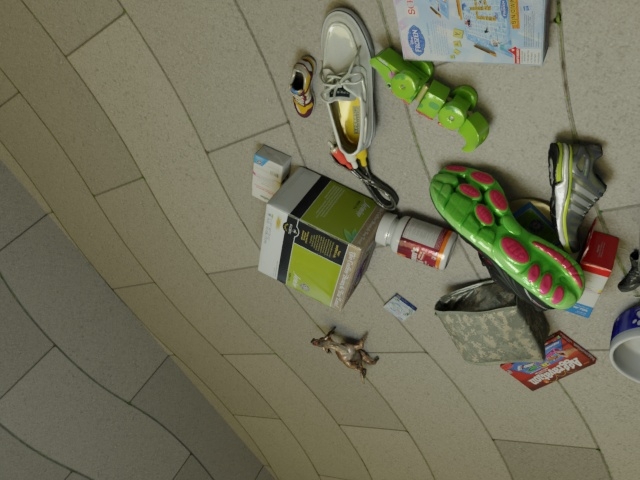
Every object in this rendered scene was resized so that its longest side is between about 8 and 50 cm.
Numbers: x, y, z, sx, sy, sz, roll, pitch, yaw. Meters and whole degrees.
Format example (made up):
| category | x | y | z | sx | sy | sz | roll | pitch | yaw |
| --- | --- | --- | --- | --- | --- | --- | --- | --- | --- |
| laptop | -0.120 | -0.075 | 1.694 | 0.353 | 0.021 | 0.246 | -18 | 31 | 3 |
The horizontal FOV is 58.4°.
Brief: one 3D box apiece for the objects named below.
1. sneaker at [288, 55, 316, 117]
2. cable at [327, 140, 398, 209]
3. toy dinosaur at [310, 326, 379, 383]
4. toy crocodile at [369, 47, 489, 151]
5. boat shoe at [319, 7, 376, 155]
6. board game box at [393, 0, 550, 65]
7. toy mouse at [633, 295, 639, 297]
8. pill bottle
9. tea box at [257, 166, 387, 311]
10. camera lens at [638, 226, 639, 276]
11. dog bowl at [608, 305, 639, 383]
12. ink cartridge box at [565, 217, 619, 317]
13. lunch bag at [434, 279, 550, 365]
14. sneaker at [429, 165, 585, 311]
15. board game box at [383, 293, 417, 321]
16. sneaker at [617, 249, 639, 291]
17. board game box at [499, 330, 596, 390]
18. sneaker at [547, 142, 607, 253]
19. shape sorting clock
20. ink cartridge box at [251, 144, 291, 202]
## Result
| category | x | y | z | sx | sy | sz | roll | pitch | yaw |
| --- | --- | --- | --- | --- | --- | --- | --- | --- | --- |
| sneaker | -0.057 | -0.411 | 1.581 | 0.070 | 0.084 | 0.185 | 20 | 137 | 18 |
| cable | 0.116 | -0.191 | 1.678 | 0.140 | 0.072 | 0.287 | -12 | 120 | 37 |
| toy dinosaur | 0.102 | 0.447 | 2.273 | 0.200 | 0.127 | 0.295 | 10 | 146 | 38 |
| toy crocodile | 0.266 | -0.348 | 1.394 | 0.341 | 0.115 | 0.105 | 35 | 140 | 1 |
| boat shoe | 0.056 | -0.384 | 1.440 | 0.136 | 0.156 | 0.366 | 4 | 120 | 20 |
| board game box | 0.306 | -0.514 | 1.186 | 0.318 | 0.065 | 0.318 | 12 | 149 | 25 |
| toy mouse | 0.899 | 0.158 | 1.502 | 0.143 | 0.031 | 0.161 | 1 | 129 | 34 |
| pill bottle | 0.284 | -0.002 | 1.707 | 0.221 | 0.121 | 0.121 | 20 | 137 | 17 |
| tea box | 0.000 | 0.000 | 1.831 | 0.324 | 0.220 | 0.329 | 28 | 139 | 11 |
| camera lens | 0.811 | 0.018 | 1.234 | 0.220 | 0.274 | 0.219 | 16 | 132 | 19 |
| dog bowl | 0.919 | 0.288 | 1.526 | 0.265 | 0.104 | 0.264 | 18 | 145 | 13 |
| ink cartridge box | 0.700 | 0.072 | 1.479 | 0.078 | 0.134 | 0.231 | 20 | 138 | 20 |
| lunch bag | 0.517 | 0.253 | 1.755 | 0.287 | 0.169 | 0.235 | -15 | 119 | 37 |
| sneaker | 0.449 | 0.006 | 1.489 | 0.482 | 0.185 | 0.202 | 52 | 163 | 18 |
| board game box | 0.279 | 0.237 | 2.017 | 0.090 | 0.020 | 0.090 | 37 | 139 | -1 |
| sneaker | 0.813 | 0.062 | 1.459 | 0.089 | 0.051 | 0.170 | 41 | 135 | -6 |
| board game box | 0.728 | 0.395 | 1.852 | 0.145 | 0.027 | 0.281 | 36 | 140 | -2 |
| sneaker | 0.623 | -0.098 | 1.380 | 0.121 | 0.111 | 0.299 | -6 | 122 | 15 |
| shape sorting clock | 0.568 | -0.023 | 1.551 | 0.206 | 0.040 | 0.206 | 21 | 135 | 22 |
| ink cartridge box | -0.162 | -0.208 | 1.866 | 0.104 | 0.061 | 0.181 | 26 | 138 | 12 |
